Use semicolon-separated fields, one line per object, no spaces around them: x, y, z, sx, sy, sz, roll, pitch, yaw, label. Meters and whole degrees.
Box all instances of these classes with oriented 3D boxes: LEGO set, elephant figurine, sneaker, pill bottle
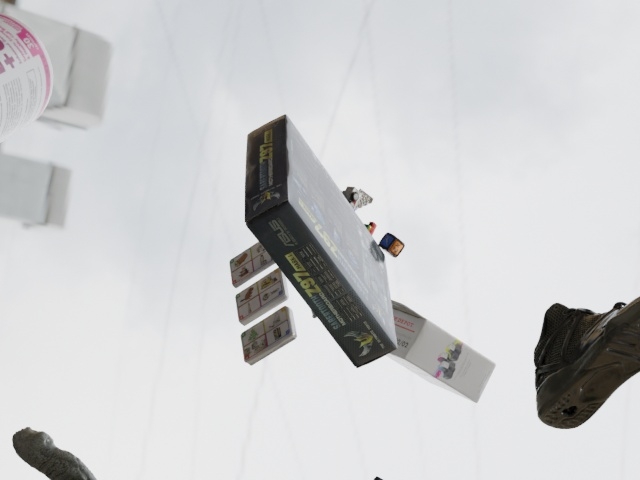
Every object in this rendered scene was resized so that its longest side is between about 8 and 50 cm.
0.000;0.037;1.670;0.244;0.060;0.182;-34;-138;19;LEGO set
-0.249;0.344;1.503;0.169;0.239;0.186;104;-6;-45;elephant figurine
0.312;0.096;1.450;0.227;0.087;0.130;-51;-149;37;sneaker
-0.452;-0.172;1.597;0.160;0.283;0.160;5;-67;13;pill bottle

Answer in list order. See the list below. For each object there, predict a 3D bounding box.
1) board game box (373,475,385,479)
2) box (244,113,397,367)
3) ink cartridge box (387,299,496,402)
0.017;0.403;1.502;0.042;0.165;0.243;27;-48;9;board game box
0.000;0.000;1.455;0.059;0.233;0.183;-28;-149;15;box
0.127;0.137;1.715;0.104;0.181;0.062;17;-104;56;ink cartridge box
